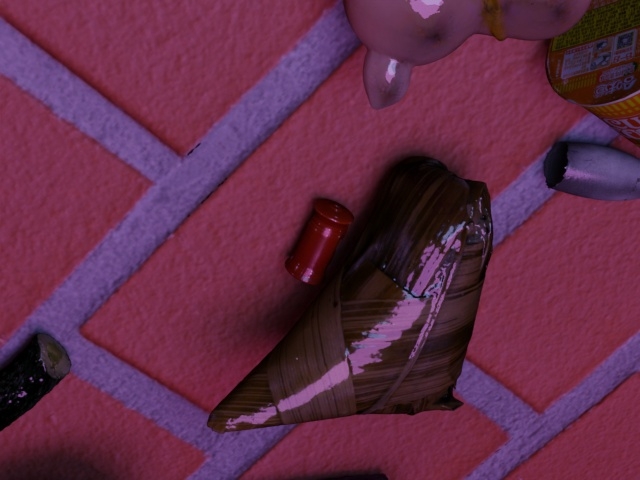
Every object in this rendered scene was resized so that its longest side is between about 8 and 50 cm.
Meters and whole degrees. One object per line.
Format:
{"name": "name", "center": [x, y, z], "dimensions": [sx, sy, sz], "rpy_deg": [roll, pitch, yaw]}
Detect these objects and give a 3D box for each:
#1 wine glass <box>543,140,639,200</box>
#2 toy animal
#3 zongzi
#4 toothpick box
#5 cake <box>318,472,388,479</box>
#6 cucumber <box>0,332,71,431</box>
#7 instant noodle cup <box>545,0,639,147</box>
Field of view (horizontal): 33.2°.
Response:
{"name": "wine glass", "center": [0.333, -0.065, 1.136], "dimensions": [0.198, 0.066, 0.066], "rpy_deg": [9, 119, -15]}
{"name": "toy animal", "center": [0.139, -0.230, 0.939], "dimensions": [0.248, 0.149, 0.165], "rpy_deg": [-18, 127, -11]}
{"name": "zongzi", "center": [0.029, 0.065, 1.075], "dimensions": [0.288, 0.134, 0.286], "rpy_deg": [-7, 120, -28]}
{"name": "toothpick box", "center": [0.000, 0.000, 1.106], "dimensions": [0.047, 0.047, 0.083], "rpy_deg": [16, 116, -22]}
{"name": "cake", "center": [-0.027, 0.348, 1.306], "dimensions": [0.295, 0.113, 0.116], "rpy_deg": [1, 116, 0]}
{"name": "cucumber", "center": [-0.354, 0.180, 1.134], "dimensions": [0.214, 0.052, 0.058], "rpy_deg": [-38, 102, 12]}
{"name": "instant noodle cup", "center": [0.335, -0.154, 1.035], "dimensions": [0.168, 0.168, 0.185], "rpy_deg": [-44, 128, 15]}
